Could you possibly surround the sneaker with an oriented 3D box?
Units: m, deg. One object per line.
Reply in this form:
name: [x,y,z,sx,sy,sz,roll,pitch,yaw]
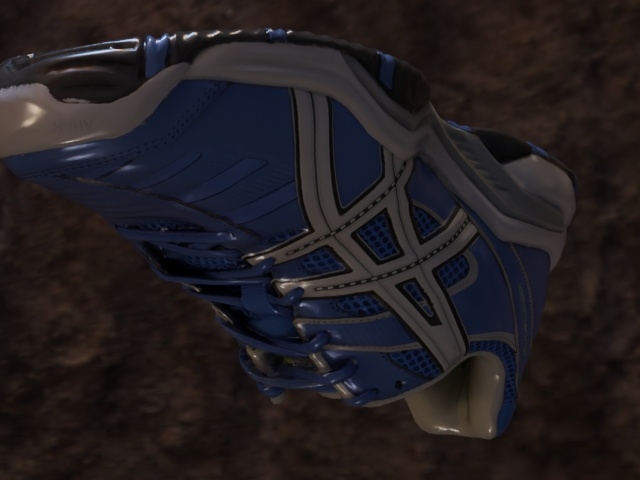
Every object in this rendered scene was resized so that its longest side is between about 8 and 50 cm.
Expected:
sneaker: [0.000,0.000,0.514,0.211,0.080,0.081,18,-106,-47]
